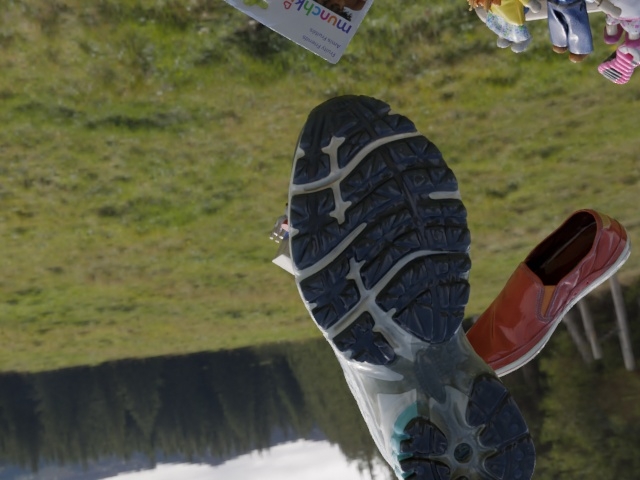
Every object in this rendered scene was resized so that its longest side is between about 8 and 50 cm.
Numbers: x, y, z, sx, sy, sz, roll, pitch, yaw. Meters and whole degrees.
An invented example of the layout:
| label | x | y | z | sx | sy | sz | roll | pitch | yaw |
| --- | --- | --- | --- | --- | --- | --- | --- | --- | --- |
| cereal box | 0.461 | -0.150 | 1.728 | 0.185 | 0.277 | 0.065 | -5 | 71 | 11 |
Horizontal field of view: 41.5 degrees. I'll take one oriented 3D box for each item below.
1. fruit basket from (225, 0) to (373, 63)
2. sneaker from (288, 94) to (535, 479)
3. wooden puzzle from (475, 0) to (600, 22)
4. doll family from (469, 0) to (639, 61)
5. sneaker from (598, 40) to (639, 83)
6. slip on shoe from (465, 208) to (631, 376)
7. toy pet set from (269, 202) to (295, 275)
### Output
| label | x | y | z | sx | sy | sz | roll | pitch | yaw |
| --- | --- | --- | --- | --- | --- | --- | --- | --- | --- |
| fruit basket | -0.028 | -0.506 | 1.317 | 0.327 | 0.353 | 0.165 | 31 | 170 | -1 |
| sneaker | 0.036 | 0.046 | 0.545 | 0.110 | 0.283 | 0.122 | -22 | -164 | -14 |
| wooden puzzle | 0.422 | -0.477 | 1.271 | 0.322 | 0.347 | 0.080 | 2 | 155 | 35 |
| doll family | 0.272 | -0.295 | 1.027 | 0.263 | 0.118 | 0.163 | 24 | 161 | 34 |
| sneaker | 0.441 | -0.267 | 1.211 | 0.047 | 0.057 | 0.119 | 34 | 169 | 2 |
| slip on shoe | 0.324 | 0.079 | 1.288 | 0.331 | 0.123 | 0.101 | -45 | 127 | 8 |
| toy pet set | 0.000 | 0.000 | 0.974 | 0.122 | 0.065 | 0.114 | 33 | 154 | -15 |
